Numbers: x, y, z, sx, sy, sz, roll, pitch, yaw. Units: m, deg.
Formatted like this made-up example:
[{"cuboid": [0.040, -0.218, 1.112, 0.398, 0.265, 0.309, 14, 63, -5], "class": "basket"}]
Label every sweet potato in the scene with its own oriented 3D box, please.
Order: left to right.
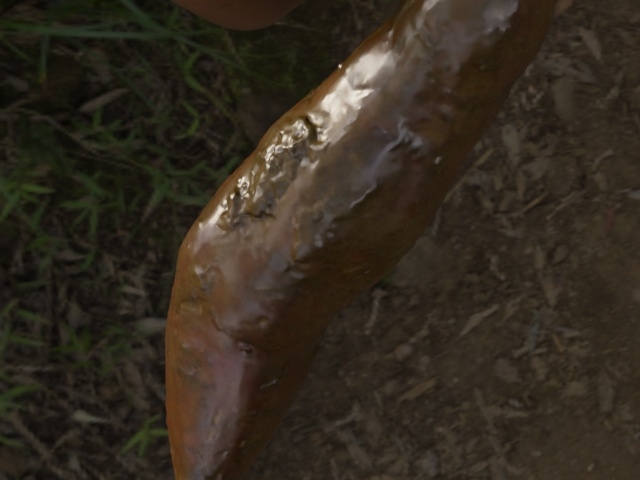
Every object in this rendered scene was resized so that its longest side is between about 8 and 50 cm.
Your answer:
[{"cuboid": [-0.009, -0.007, 0.559, 0.106, 0.095, 0.355, 53, 125, 37], "class": "sweet potato"}]

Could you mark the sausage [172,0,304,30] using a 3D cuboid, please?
[{"cuboid": [-0.098, -0.188, 0.589, 0.086, 0.289, 0.086, -11, 69, 30], "class": "sausage"}]
